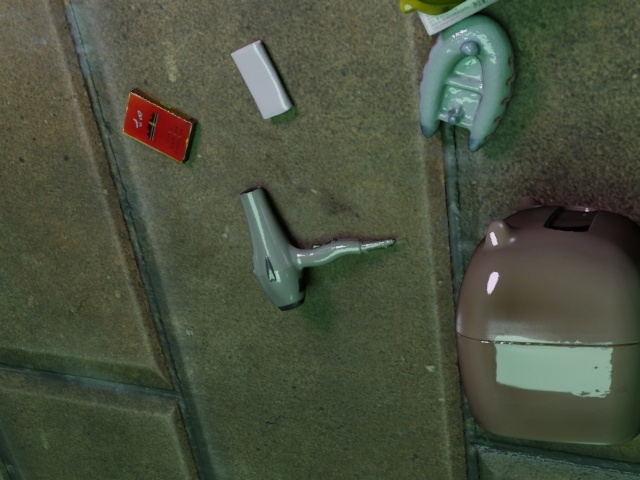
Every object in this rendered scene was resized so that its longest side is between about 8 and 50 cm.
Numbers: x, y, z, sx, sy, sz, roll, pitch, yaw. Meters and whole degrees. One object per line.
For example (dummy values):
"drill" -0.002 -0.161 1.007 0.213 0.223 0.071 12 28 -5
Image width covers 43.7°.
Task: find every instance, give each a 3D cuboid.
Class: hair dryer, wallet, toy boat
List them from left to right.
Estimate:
"wallet" -0.096 -0.263 1.314 0.061 0.025 0.122 -16 112 30
"hair dryer" -0.031 -0.023 1.418 0.267 0.092 0.229 -34 96 22
"toy boat" 0.210 -0.226 1.164 0.134 0.079 0.208 23 129 14

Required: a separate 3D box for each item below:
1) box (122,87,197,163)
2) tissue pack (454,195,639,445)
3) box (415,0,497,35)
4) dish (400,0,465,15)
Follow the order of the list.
"box" -0.291 -0.206 1.442 0.133 0.023 0.090 28 125 6
"tissue pack" 0.339 0.089 1.106 0.267 0.387 0.277 3 102 24
"box" 0.207 -0.383 1.068 0.199 0.081 0.135 -21 108 31
"dish" 0.150 -0.366 1.008 0.148 0.080 0.208 36 126 4
